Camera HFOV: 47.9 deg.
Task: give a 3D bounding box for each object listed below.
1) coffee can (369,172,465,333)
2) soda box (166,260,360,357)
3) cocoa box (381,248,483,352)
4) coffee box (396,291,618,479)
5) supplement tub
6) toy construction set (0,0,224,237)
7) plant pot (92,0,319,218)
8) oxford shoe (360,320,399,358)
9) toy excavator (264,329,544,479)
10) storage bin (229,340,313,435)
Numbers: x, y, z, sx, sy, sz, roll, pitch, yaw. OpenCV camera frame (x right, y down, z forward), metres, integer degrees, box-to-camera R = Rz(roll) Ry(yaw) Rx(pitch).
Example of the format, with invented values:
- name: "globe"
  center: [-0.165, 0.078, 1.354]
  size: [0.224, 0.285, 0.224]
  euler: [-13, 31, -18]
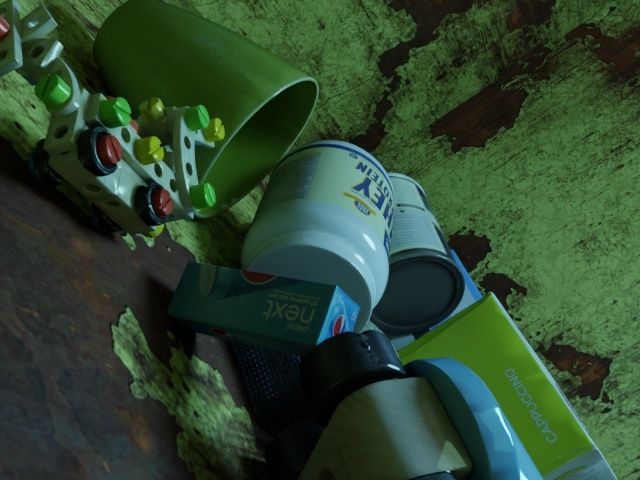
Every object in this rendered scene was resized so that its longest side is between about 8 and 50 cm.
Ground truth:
- name: "coffee can"
  center: [0.153, 0.020, 1.450]
  size: [0.201, 0.201, 0.275]
  euler: [50, 16, -36]
- name: "soda box"
  center: [-0.068, 0.079, 0.816]
  size: [0.067, 0.210, 0.071]
  euler: [46, 57, -52]
- name: "cocoa box"
  center: [0.252, 0.240, 1.593]
  size: [0.231, 0.227, 0.347]
  euler: [-113, -176, -49]
- name: "coffee box"
  center: [0.298, 0.369, 1.312]
  size: [0.334, 0.338, 0.338]
  euler: [47, 12, -45]
- name: "supplement tub"
  center: [0.000, 0.000, 1.196]
  size: [0.235, 0.235, 0.325]
  euler: [53, 26, -24]
- name: "toy construction set"
  center: [-0.231, -0.126, 0.806]
  size: [0.327, 0.151, 0.215]
  euler: [36, 45, -46]
- name: "plant pot"
  center: [-0.202, -0.232, 1.122]
  size: [0.293, 0.275, 0.275]
  euler: [41, 7, 8]
- name: "oxford shoe"
  center: [0.078, 0.274, 1.203]
  size: [0.449, 0.169, 0.130]
  euler: [-125, -143, -47]
- name: "toy excavator"
  center: [0.167, 0.313, 0.842]
  size: [0.445, 0.433, 0.222]
  euler: [1, 41, -26]
- name: "storage bin"
  center: [-0.047, 0.171, 0.976]
  size: [0.122, 0.084, 0.180]
  euler: [47, 14, -50]
